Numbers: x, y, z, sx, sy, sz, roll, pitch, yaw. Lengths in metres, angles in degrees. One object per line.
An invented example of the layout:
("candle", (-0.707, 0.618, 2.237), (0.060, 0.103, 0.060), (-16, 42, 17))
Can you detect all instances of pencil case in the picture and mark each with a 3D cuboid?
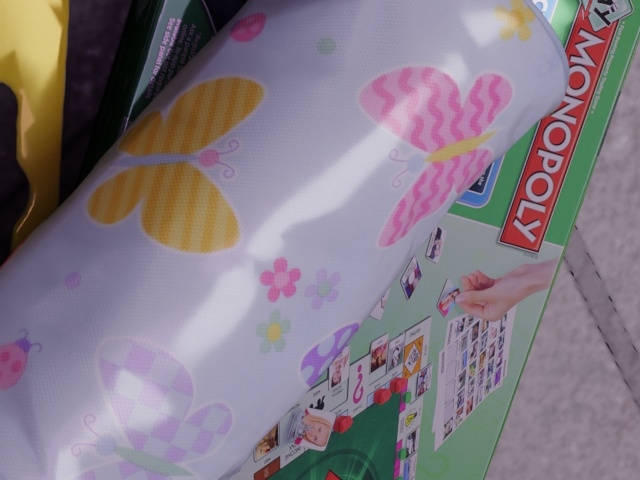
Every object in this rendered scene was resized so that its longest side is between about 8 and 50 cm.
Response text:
("pencil case", (-0.027, 0.003, 0.622), (0.273, 0.113, 0.124), (-50, 141, -10))

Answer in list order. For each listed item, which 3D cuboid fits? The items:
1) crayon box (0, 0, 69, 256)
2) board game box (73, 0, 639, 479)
("crayon box", (-0.258, -0.026, 0.622), (0.318, 0.081, 0.202), (2, 103, -18))
("board game box", (0.000, 0.000, 0.735), (0.213, 0.046, 0.317), (16, 98, -22))
